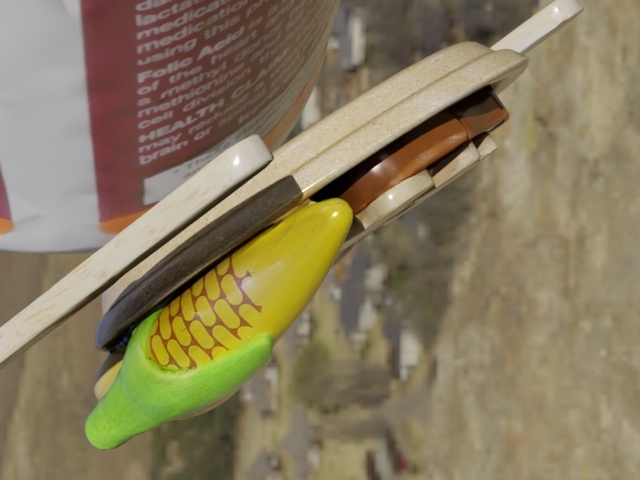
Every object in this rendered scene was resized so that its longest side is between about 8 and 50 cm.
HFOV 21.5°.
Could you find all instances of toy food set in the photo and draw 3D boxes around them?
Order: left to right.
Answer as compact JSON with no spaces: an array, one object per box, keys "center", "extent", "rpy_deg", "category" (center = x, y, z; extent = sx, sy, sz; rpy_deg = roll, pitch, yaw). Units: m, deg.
[{"center":[0.000,0.000,0.405],"extent":[0.132,0.192,0.038],"rpy_deg":[-36,87,34],"category":"toy food set"}]

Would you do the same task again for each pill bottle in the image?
[{"center":[-0.087,-0.159,0.488],"extent":[0.392,0.224,0.224],"rpy_deg":[107,160,-70],"category":"pill bottle"}]
